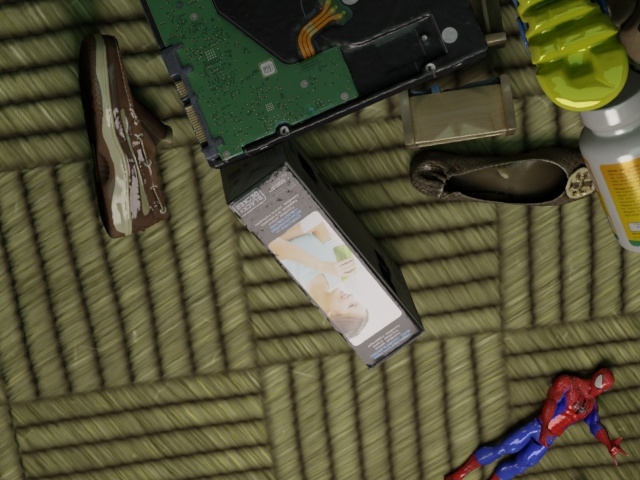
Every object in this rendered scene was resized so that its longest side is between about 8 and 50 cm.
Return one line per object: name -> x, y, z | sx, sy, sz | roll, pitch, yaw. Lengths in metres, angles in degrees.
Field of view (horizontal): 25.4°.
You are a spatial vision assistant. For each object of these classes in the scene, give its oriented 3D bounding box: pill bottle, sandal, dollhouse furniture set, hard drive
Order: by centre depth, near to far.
hard drive -> -0.011, -0.249, 1.589 | 0.339, 0.064, 0.237 | -23, 88, 5
sandal -> 0.252, -0.301, 1.592 | 0.126, 0.138, 0.317 | -14, 98, 11
dollhouse furniture set -> 0.154, -0.208, 1.669 | 0.129, 0.129, 0.183 | -8, 89, 6
pill bottle -> 0.383, -0.097, 1.723 | 0.118, 0.117, 0.208 | -25, 118, 6

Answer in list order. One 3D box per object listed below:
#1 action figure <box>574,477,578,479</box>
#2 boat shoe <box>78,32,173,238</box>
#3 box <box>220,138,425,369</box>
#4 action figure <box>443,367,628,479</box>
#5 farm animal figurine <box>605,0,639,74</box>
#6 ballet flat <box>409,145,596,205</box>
action figure -> 0.446, 0.495, 2.020 | 0.276, 0.248, 0.370 | -26, 95, -30
boat shoe -> -0.224, -0.129, 1.678 | 0.095, 0.095, 0.257 | -12, 125, -16
box -> 0.000, 0.000, 1.721 | 0.087, 0.169, 0.290 | -35, 115, 9
action figure -> 0.302, 0.287, 1.928 | 0.091, 0.139, 0.280 | 38, 105, -24
farm animal figurine -> 0.411, -0.331, 1.591 | 0.330, 0.172, 0.326 | 7, 117, -10
ballet flat -> 0.235, -0.075, 1.769 | 0.250, 0.058, 0.084 | 3, 118, -8
